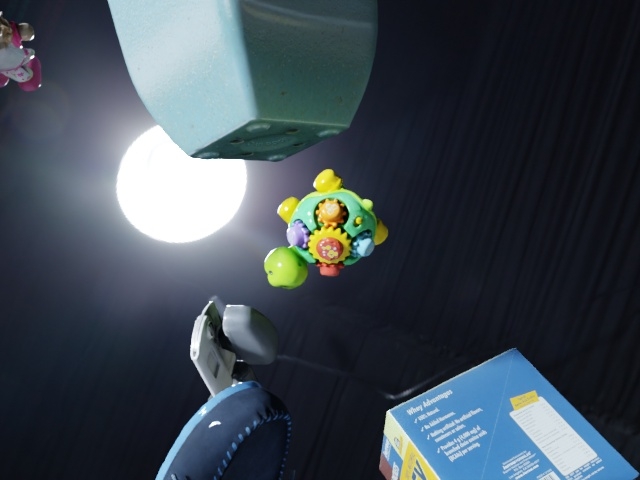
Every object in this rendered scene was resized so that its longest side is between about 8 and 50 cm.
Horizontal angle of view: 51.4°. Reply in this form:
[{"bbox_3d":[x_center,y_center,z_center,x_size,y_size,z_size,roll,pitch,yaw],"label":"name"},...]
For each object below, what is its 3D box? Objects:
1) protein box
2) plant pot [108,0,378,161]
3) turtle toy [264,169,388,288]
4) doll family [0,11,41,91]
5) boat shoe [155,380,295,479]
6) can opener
[{"bbox_3d":[0.210,0.272,0.787,0.200,0.135,0.201,-21,46,-22],"label":"protein box"},{"bbox_3d":[-0.081,-0.231,0.790,0.247,0.252,0.248,-5,-7,-42],"label":"plant pot"},{"bbox_3d":[0.000,0.000,0.648,0.095,0.130,0.066,44,27,-22],"label":"turtle toy"},{"bbox_3d":[-0.356,-0.128,0.510,0.263,0.118,0.163,6,-2,-1],"label":"doll family"},{"bbox_3d":[-0.057,0.215,0.433,0.109,0.258,0.089,-9,31,-43],"label":"boat shoe"},{"bbox_3d":[-0.077,0.178,0.771,0.095,0.076,0.283,-4,-45,14],"label":"can opener"}]
